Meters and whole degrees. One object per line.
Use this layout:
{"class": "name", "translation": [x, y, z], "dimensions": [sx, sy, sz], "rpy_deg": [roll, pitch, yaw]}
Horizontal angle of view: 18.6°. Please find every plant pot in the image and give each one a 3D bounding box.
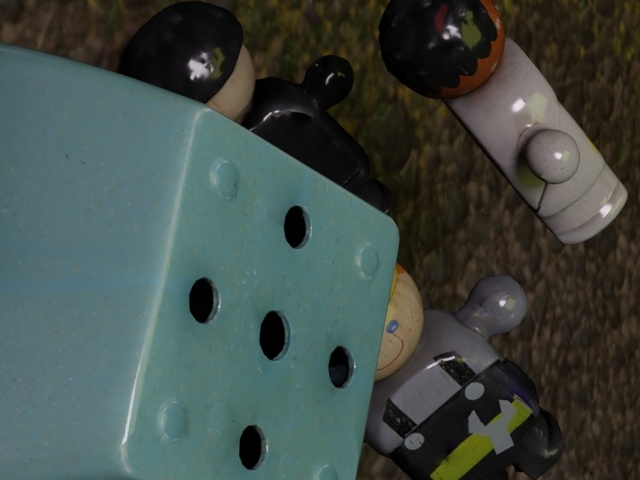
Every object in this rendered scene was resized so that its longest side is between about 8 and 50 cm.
{"class": "plant pot", "translation": [-0.105, 0.030, 0.621], "dimensions": [0.165, 0.234, 0.166], "rpy_deg": [29, 67, -48]}

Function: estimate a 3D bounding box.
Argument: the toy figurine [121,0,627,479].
{"class": "toy figurine", "translation": [0.000, 0.000, 0.781], "dimensions": [0.148, 0.209, 0.213], "rpy_deg": [45, 54, -35]}
